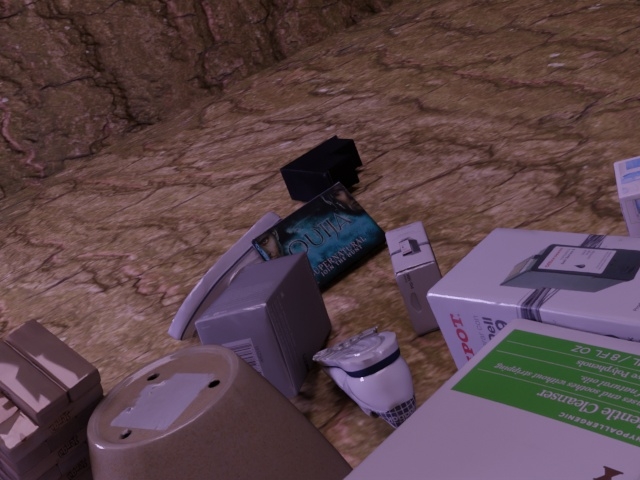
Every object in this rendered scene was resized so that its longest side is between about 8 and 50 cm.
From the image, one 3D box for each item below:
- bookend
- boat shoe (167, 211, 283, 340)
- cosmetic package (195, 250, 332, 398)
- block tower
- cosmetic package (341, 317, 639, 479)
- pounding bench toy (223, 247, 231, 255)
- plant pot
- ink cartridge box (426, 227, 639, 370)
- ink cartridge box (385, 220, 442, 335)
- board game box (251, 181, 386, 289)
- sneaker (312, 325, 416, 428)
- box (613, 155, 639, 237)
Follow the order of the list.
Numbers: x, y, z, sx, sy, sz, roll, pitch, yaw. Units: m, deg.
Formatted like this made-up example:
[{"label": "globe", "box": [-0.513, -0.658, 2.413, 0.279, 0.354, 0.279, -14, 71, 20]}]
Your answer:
[{"label": "bookend", "box": [0.031, -0.142, 1.760, 0.157, 0.072, 0.156, -35, 25, -29]}, {"label": "boat shoe", "box": [-0.128, 0.069, 1.408, 0.267, 0.088, 0.096, -48, -7, -32]}, {"label": "cosmetic package", "box": [-0.066, 0.110, 1.152, 0.107, 0.127, 0.238, -15, 13, 17]}, {"label": "block tower", "box": [-0.230, 0.227, 0.808, 0.097, 0.335, 0.091, 30, 51, 32]}, {"label": "cosmetic package", "box": [0.116, 0.225, 0.597, 0.365, 0.155, 0.197, -36, 27, -32]}, {"label": "pounding bench toy", "box": [-0.133, 0.035, 1.522, 0.052, 0.065, 0.083, -36, 25, -30]}, {"label": "plant pot", "box": [-0.070, 0.232, 0.727, 0.257, 0.274, 0.256, -19, 23, 8]}, {"label": "ink cartridge box", "box": [0.260, 0.111, 0.771, 0.121, 0.211, 0.289, -38, 25, -30]}, {"label": "ink cartridge box", "box": [0.133, 0.048, 1.188, 0.056, 0.099, 0.135, -19, 23, 7]}, {"label": "board game box", "box": [0.000, 0.000, 1.410, 0.186, 0.126, 0.026, -35, -13, -27]}, {"label": "sneaker", "box": [0.055, 0.159, 1.039, 0.090, 0.094, 0.235, -30, 3, -5]}, {"label": "box", "box": [0.475, -0.056, 1.086, 0.203, 0.103, 0.114, -14, 23, 20]}]
